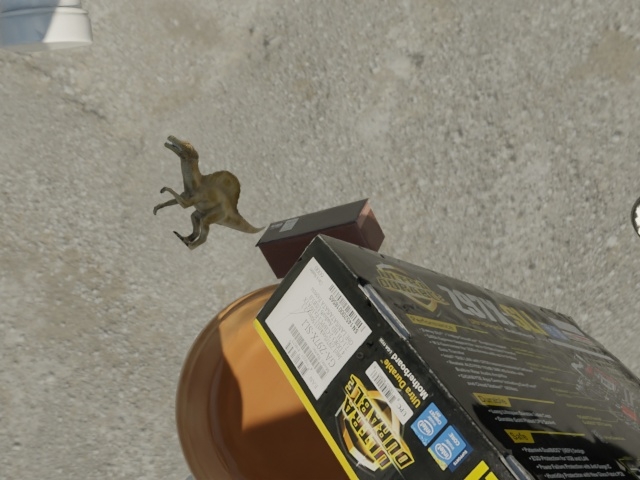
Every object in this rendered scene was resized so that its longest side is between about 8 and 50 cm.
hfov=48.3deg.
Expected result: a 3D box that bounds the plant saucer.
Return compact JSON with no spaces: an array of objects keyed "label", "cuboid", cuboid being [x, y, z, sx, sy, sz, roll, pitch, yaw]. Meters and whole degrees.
[{"label":"plant saucer","cuboid":[-0.012,0.129,0.558,0.200,0.037,0.199,3,78,-14]}]

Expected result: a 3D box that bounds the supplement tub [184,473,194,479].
[{"label":"supplement tub","cuboid":[-0.136,0.306,0.791,0.071,0.107,0.070,0,93,4]}]

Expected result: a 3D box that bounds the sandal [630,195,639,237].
[{"label":"sandal","cuboid":[0.288,0.034,0.502,0.179,0.040,0.067,44,110,-7]}]

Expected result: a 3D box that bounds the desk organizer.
[{"label":"desk organizer","cuboid":[0.000,0.000,0.781,0.130,0.050,0.047,-13,28,30]}]

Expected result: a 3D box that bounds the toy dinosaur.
[{"label":"toy dinosaur","cuboid":[-0.120,-0.032,0.786,0.092,0.183,0.053,-45,44,-7]}]

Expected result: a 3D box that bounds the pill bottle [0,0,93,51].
[{"label":"pill bottle","cuboid":[-0.264,-0.271,0.647,0.112,0.112,0.186,-3,101,14]}]

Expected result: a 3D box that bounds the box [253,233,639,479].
[{"label":"box","cuboid":[0.148,0.130,0.435,0.079,0.322,0.257,-57,46,16]}]
